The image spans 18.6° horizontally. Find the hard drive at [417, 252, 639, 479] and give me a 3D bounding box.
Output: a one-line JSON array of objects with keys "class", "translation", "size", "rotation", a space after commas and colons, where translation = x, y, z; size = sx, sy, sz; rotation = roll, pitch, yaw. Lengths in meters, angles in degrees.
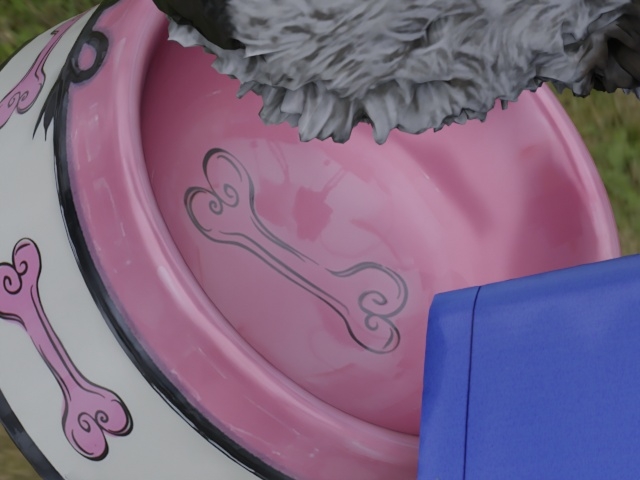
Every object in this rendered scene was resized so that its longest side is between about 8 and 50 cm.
[{"class": "hard drive", "translation": [0.176, 0.101, 0.850], "size": [0.318, 0.040, 0.210], "rotation": [-13, 63, 40]}]

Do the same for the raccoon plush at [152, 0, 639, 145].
[{"class": "raccoon plush", "translation": [0.015, -0.169, 0.797], "size": [0.216, 0.446, 0.299], "rotation": [-42, 48, 4]}]

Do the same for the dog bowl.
[{"class": "dog bowl", "translation": [0.000, 0.000, 1.122], "size": [0.150, 0.408, 0.408], "rotation": [-40, 72, 46]}]
